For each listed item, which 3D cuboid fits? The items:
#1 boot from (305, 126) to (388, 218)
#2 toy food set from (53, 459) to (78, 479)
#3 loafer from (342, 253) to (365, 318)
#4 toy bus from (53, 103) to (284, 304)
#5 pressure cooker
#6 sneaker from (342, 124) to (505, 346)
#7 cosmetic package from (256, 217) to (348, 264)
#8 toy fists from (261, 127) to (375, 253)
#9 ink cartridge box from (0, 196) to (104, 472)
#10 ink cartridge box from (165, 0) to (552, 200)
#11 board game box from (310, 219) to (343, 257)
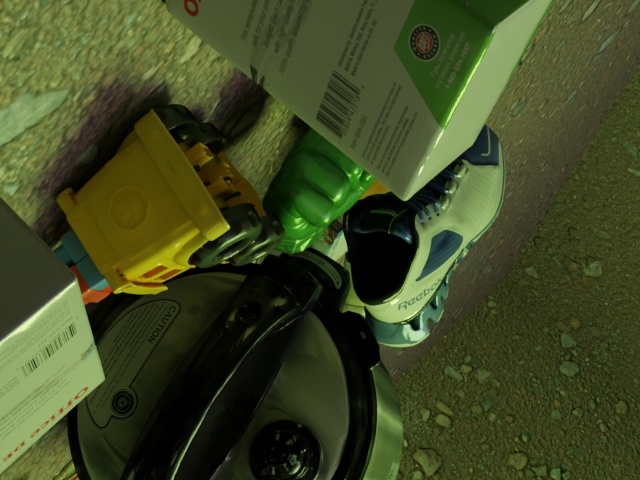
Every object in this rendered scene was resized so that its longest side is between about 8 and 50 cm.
[{"bbox_3d":[0.054,-0.100,1.597,0.295,0.104,0.211,-42,159,-45],"label":"boot"},{"bbox_3d":[-0.331,0.316,1.744,0.122,0.019,0.078,-45,165,-13],"label":"toy food set"},{"bbox_3d":[0.089,0.027,1.942,0.268,0.102,0.092,-73,173,-60],"label":"loafer"},{"bbox_3d":[-0.164,-0.009,1.183,0.211,0.149,0.220,-37,169,8],"label":"toy bus"},{"bbox_3d":[-0.094,0.213,1.436,0.376,0.369,0.420,-13,164,8],"label":"pressure cooker"},{"bbox_3d":[0.126,-0.032,1.499,0.315,0.128,0.182,-66,154,-12],"label":"sneaker"},{"bbox_3d":[0.000,0.000,1.804,0.239,0.060,0.099,-37,162,-37],"label":"cosmetic package"},{"bbox_3d":[0.035,-0.099,1.341,0.279,0.096,0.142,-46,169,-38],"label":"toy fists"},{"bbox_3d":[-0.295,0.073,0.934,0.171,0.168,0.232,-42,164,-22],"label":"ink cartridge box"},{"bbox_3d":[0.024,-0.197,0.956,0.115,0.273,0.198,-40,163,-38],"label":"ink cartridge box"},{"bbox_3d":[-0.016,-0.014,1.659,0.020,0.090,0.090,-39,162,-38],"label":"board game box"}]
